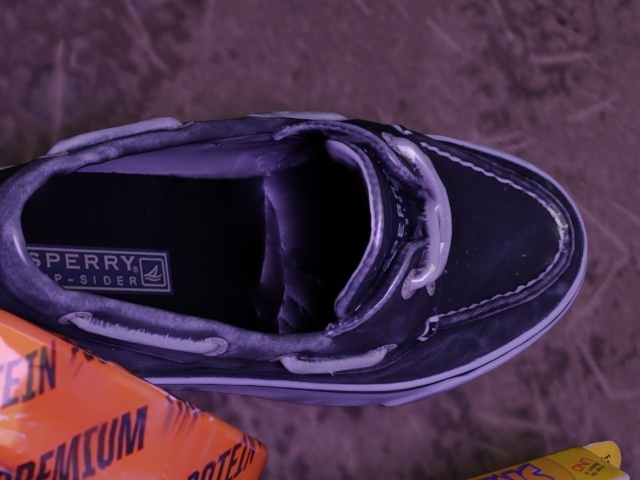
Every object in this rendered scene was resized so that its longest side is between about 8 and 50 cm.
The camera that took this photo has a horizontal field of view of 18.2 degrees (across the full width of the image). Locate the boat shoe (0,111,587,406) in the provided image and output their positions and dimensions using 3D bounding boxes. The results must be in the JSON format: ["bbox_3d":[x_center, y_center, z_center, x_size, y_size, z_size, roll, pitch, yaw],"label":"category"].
[{"bbox_3d":[0.000,0.000,0.723,0.301,0.102,0.108,1,74,-37],"label":"boat shoe"}]

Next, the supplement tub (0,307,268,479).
[{"bbox_3d":[-0.155,0.161,0.423,0.207,0.207,0.338,29,82,-27],"label":"supplement tub"}]

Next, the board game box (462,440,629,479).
[{"bbox_3d":[0.016,0.152,0.692,0.259,0.039,0.124,-12,118,-41],"label":"board game box"}]
